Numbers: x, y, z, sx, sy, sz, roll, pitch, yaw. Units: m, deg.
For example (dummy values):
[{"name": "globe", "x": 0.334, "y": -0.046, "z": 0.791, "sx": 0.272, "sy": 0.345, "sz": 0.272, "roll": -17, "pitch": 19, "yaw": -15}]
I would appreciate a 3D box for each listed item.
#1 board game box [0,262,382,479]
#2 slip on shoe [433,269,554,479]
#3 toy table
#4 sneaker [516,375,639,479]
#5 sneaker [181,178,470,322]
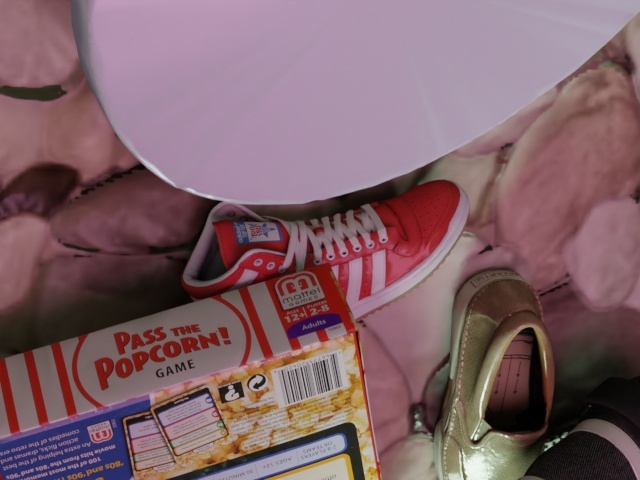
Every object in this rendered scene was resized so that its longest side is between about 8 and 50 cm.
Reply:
[{"name": "board game box", "x": -0.047, "y": 0.112, "z": 0.758, "sx": 0.147, "sy": 0.045, "sz": 0.193, "roll": -16, "pitch": 131, "yaw": -7}, {"name": "slip on shoe", "x": 0.082, "y": 0.079, "z": 0.820, "sx": 0.051, "sy": 0.041, "sz": 0.135, "roll": -8, "pitch": 119, "yaw": -19}, {"name": "toy table", "x": 0.021, "y": -0.152, "z": 0.599, "sx": 0.274, "sy": 0.161, "sz": 0.252, "roll": -37, "pitch": 125, "yaw": 0}, {"name": "sneaker", "x": 0.154, "y": 0.148, "z": 0.868, "sx": 0.121, "sy": 0.079, "sz": 0.217, "roll": -44, "pitch": 144, "yaw": -22}, {"name": "sneaker", "x": 0.000, "y": 0.000, "z": 0.743, "sx": 0.118, "sy": 0.042, "sz": 0.067, "roll": -35, "pitch": 128, "yaw": 1}]
